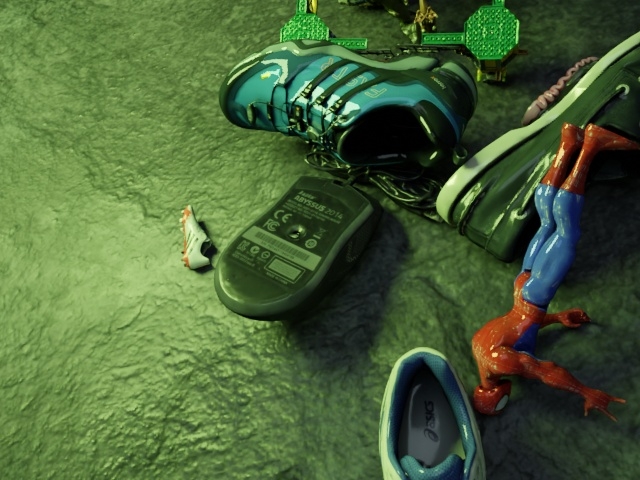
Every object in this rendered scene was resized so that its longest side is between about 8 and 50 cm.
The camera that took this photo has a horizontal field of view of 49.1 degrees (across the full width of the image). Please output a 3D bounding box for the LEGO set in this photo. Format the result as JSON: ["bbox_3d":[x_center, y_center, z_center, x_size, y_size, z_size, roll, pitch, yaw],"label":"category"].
[{"bbox_3d":[0.114,-0.306,0.890,0.331,0.192,0.255,-5,89,15],"label":"LEGO set"}]

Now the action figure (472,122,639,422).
[{"bbox_3d":[0.235,0.048,0.649,0.139,0.091,0.280,23,99,-5],"label":"action figure"}]

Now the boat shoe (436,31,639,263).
[{"bbox_3d":[0.287,-0.098,0.720,0.340,0.127,0.113,-34,59,-4],"label":"boat shoe"}]

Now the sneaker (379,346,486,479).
[{"bbox_3d":[0.091,0.234,0.580,0.112,0.131,0.296,-11,60,6],"label":"sneaker"}]

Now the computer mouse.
[{"bbox_3d":[0.000,0.000,0.778,0.188,0.072,0.272,30,60,29],"label":"computer mouse"}]

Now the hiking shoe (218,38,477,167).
[{"bbox_3d":[0.015,-0.148,0.776,0.304,0.113,0.132,4,42,18],"label":"hiking shoe"}]

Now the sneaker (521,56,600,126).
[{"bbox_3d":[0.289,-0.160,0.808,0.119,0.047,0.057,-43,74,-7],"label":"sneaker"}]

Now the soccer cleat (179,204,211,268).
[{"bbox_3d":[-0.149,-0.005,0.840,0.035,0.029,0.083,-7,62,1],"label":"soccer cleat"}]
